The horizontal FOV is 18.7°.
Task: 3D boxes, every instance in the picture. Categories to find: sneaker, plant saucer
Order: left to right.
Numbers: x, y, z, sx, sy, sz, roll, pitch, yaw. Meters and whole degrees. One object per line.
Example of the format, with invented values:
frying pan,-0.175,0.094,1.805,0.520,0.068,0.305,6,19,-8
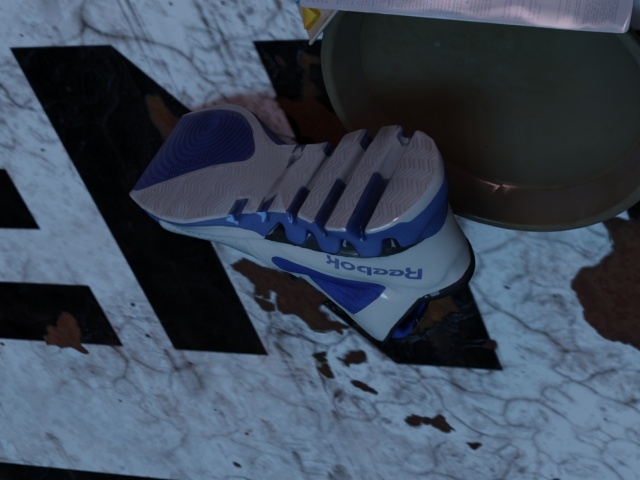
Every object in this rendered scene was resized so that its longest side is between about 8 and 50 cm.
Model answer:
sneaker,0.001,0.000,1.575,0.315,0.127,0.182,10,147,42
plant saucer,0.135,-0.117,1.474,0.278,0.041,0.278,16,142,13

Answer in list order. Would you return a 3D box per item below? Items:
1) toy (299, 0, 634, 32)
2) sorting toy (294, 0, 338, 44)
toy,0.113,-0.211,1.335,0.237,0.137,0.056,7,172,26
sorting toy,0.000,-0.193,1.453,0.012,0.062,0.083,-3,154,-30
